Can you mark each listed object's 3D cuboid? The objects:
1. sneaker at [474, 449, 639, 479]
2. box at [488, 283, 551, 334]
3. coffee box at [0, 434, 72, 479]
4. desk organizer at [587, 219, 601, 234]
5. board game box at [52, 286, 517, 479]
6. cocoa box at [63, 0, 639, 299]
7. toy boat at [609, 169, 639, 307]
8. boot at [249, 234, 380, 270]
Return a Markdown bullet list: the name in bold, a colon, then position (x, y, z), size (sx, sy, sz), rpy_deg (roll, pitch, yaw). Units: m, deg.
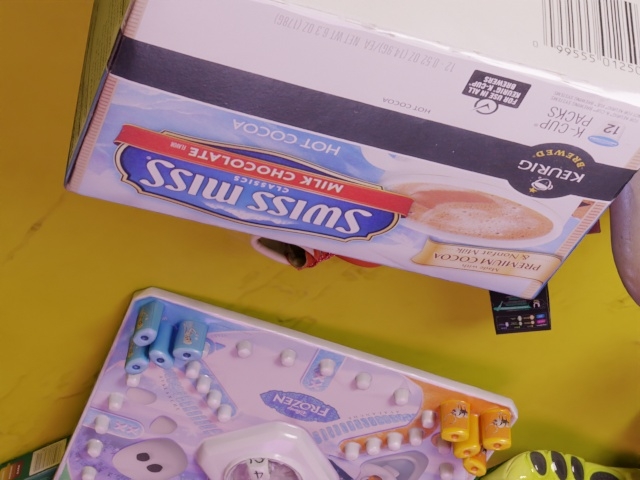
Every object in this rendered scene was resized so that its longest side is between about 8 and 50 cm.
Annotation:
- **sneaker**: position (0.283, 0.284, 1.808), size (0.295, 0.109, 0.123), rpy_deg (25, 160, -30)
- **box**: position (0.173, 0.034, 1.498), size (0.052, 0.062, 0.083), rpy_deg (-6, 142, 9)
- **coffee box**: position (-0.297, 0.274, 1.851), size (0.184, 0.040, 0.113), rpy_deg (-26, 134, 31)
- **desk organizer**: position (0.197, -0.057, 1.392), size (0.050, 0.047, 0.130), rpy_deg (-7, 142, 8)
- **board game box**: position (-0.056, 0.243, 1.721), size (0.390, 0.050, 0.390), rpy_deg (18, 132, -12)
- **cocoa box**: position (0.029, -0.141, 1.137), size (0.347, 0.231, 0.228), rpy_deg (13, 142, -14)
- **toy boat**: position (0.294, -0.063, 1.267), size (0.148, 0.267, 0.318), rpy_deg (-3, 173, 14)
- **boot**: position (0.000, 0.000, 1.446), size (0.158, 0.084, 0.059), rpy_deg (26, 135, -30)
